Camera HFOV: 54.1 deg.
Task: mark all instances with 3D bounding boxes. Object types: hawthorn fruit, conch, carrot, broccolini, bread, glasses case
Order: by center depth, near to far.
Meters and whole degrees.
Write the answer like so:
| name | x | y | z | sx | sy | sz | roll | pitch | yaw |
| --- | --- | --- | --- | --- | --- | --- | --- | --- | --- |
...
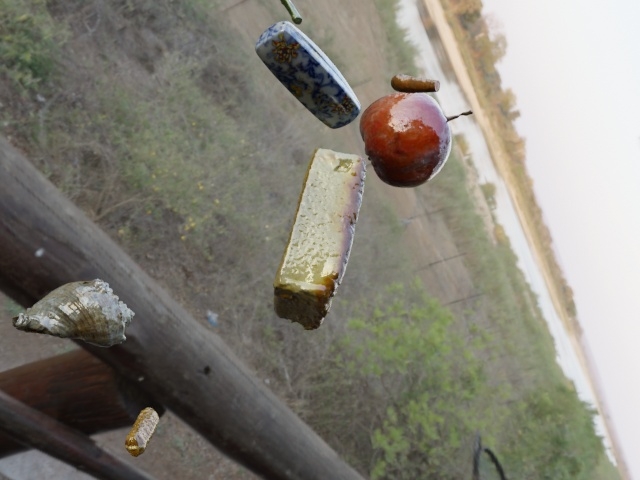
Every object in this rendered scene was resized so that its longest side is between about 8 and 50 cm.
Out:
| name | x | y | z | sx | sy | sz | roll | pitch | yaw |
| --- | --- | --- | --- | --- | --- | --- | --- | --- | --- |
| bread | 0.000 | 0.000 | 1.100 | 0.185 | 0.114 | 0.274 | 99 | 8 | -65 |
| carrot | 0.167 | -0.276 | 1.111 | 0.032 | 0.093 | 0.032 | -24 | 122 | -47 |
| glasses case | -0.016 | -0.296 | 1.144 | 0.248 | 0.087 | 0.065 | 38 | 33 | -40 |
| broccolini | -0.100 | -0.530 | 1.290 | 0.054 | 0.051 | 0.239 | -4 | 59 | -50 |
| bread | -0.393 | 0.422 | 1.385 | 0.157 | 0.044 | 0.052 | -96 | 164 | -79 |
| hawthorn fruit | 0.235 | -0.262 | 1.516 | 0.242 | 0.272 | 0.242 | 52 | 24 | -34 |
| conch | -0.778 | 0.223 | 1.999 | 0.352 | 0.297 | 0.210 | 20 | 65 | -30 |
